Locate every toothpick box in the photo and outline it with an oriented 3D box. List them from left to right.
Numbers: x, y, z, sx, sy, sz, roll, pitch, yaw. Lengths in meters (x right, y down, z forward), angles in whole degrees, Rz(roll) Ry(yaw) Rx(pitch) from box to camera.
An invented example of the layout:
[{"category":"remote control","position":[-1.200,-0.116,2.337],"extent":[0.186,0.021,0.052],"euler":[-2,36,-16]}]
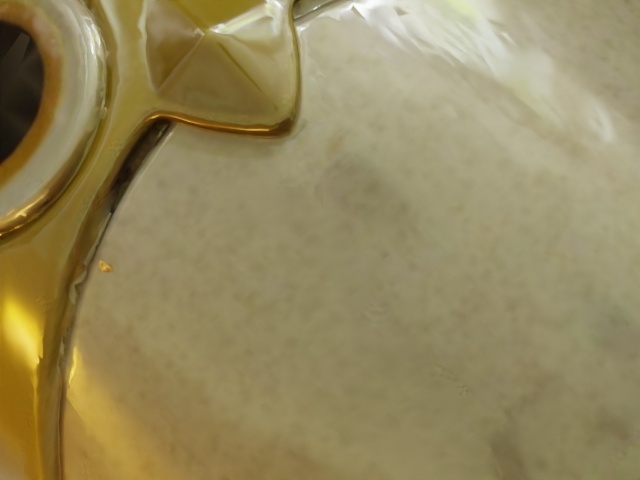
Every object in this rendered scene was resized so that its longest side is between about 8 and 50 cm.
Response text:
[{"category":"toothpick box","position":[0.000,0.000,0.911],"extent":[0.409,0.409,0.425],"euler":[-45,78,15]}]
